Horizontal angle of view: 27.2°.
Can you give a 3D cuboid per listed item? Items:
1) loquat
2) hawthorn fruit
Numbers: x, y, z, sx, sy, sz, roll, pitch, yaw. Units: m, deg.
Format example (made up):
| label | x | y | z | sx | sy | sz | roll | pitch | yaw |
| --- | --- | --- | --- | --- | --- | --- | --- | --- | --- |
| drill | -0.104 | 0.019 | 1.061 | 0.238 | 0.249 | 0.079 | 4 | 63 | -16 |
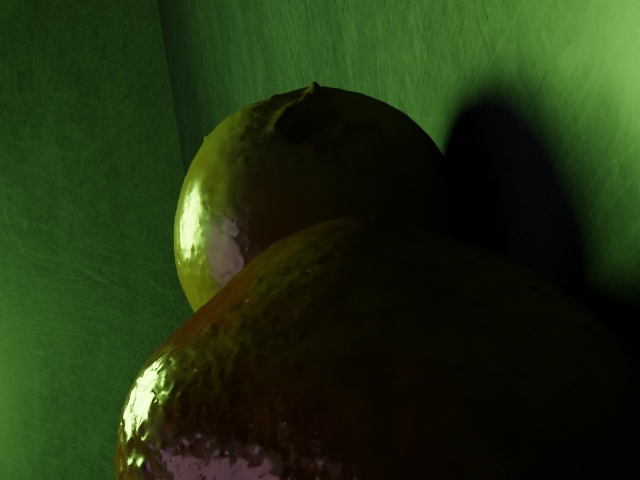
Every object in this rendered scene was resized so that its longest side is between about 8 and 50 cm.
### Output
| label | x | y | z | sx | sy | sz | roll | pitch | yaw |
| --- | --- | --- | --- | --- | --- | --- | --- | --- | --- |
| loquat | 0.000 | 0.000 | 1.401 | 0.328 | 0.328 | 0.328 | 173 | 90 | -77 |
| hawthorn fruit | 0.065 | 0.223 | 1.034 | 0.472 | 0.472 | 0.471 | 173 | 90 | -77 |
